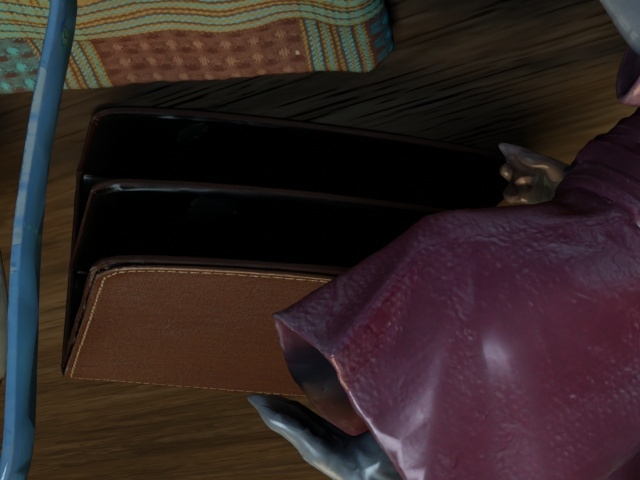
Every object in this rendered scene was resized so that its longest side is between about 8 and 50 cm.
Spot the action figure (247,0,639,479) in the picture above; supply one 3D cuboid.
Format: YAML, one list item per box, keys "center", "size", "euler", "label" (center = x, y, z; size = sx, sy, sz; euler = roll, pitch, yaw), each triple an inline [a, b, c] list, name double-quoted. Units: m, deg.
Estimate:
- center: [0.155, -0.001, 0.620]
  size: [0.370, 0.276, 0.248]
  euler: [-46, 151, -2]
  label: "action figure"

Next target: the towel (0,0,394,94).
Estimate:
- center: [-0.122, -0.157, 0.598]
  size: [0.271, 0.040, 0.370]
  euler: [-2, 159, 11]
  label: "towel"

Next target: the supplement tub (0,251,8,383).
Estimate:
- center: [-0.364, 0.045, 0.800]
  size: [0.316, 0.193, 0.193]
  euler: [-13, 169, -33]
  label: "supplement tub"

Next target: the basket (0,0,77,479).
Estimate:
- center: [-0.255, -0.012, 0.591]
  size: [0.289, 0.254, 0.201]
  euler: [3, 174, 7]
  label: "basket"

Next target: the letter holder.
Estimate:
- center: [0.000, 0.000, 0.860]
  size: [0.302, 0.152, 0.214]
  euler: [6, 157, -14]
  label: "letter holder"
